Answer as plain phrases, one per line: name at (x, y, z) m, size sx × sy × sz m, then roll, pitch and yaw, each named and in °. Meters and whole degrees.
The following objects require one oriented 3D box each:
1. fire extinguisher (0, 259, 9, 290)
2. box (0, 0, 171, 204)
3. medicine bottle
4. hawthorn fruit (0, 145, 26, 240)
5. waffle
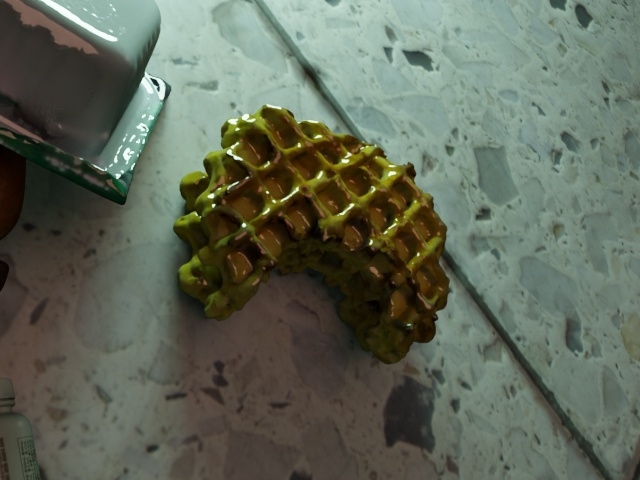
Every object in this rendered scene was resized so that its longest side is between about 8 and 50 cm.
fire extinguisher at (-0.317, 0.168, 0.484) m, size 0.138 × 0.102 × 0.344 m, roll 21°, pitch 83°, yaw -23°
box at (-0.249, -0.200, 0.632) m, size 0.264 × 0.106 × 0.337 m, roll 32°, pitch 23°, yaw -20°
medicine bottle at (-0.273, 0.189, 0.559) m, size 0.079 × 0.079 × 0.140 m, roll -7°, pitch 75°, yaw -36°
hawthorn fruit at (-0.346, -0.067, 0.560) m, size 0.194 × 0.156 × 0.157 m, roll 22°, pitch 54°, yaw -59°
waffle at (0.000, 0.000, 0.791) m, size 0.324 × 0.151 × 0.261 m, roll 20°, pitch 63°, yaw -28°
